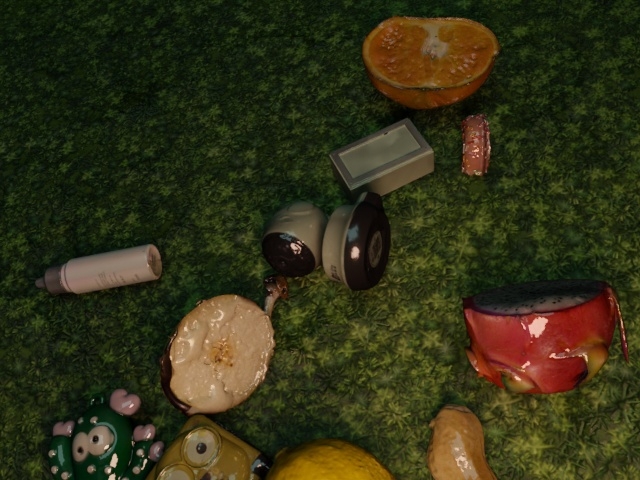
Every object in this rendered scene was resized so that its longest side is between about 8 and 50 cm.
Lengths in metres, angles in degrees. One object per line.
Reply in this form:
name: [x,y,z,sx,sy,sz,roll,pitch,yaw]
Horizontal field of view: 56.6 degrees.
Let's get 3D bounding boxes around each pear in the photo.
pear: [-0.243,0.231,1.258,0.178,0.267,0.267,3,53,53]

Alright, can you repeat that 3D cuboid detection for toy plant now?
toy plant: [-0.439,0.425,1.204,0.232,0.112,0.243,-41,62,-2]

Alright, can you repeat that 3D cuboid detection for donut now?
donut: [0.376,-0.246,1.447,0.065,0.117,0.166,0,58,7]

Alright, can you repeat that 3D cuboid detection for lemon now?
lemon: [0.033,0.474,0.988,0.245,0.245,0.320,-40,76,-13]

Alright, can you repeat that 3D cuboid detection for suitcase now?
suitcase: [-0.202,0.453,1.115,0.235,0.143,0.194,23,66,25]

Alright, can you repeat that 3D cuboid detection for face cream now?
face cream: [-0.552,0.079,1.460,0.312,0.092,0.092,-11,57,5]

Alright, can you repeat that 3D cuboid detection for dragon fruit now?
dragon fruit: [0.400,0.184,1.095,0.291,0.290,0.189,-9,92,7]

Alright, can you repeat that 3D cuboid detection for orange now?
orange: [0.269,-0.462,1.529,0.310,0.274,0.274,14,56,-20]

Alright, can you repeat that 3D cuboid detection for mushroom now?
mushroom: [-0.110,0.166,1.338,0.060,0.061,0.187,6,71,8]

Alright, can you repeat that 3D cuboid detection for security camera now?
security camera: [0.000,0.000,1.336,0.277,0.197,0.191,9,51,25]

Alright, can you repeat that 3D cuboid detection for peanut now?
peanut: [0.261,0.423,1.062,0.117,0.101,0.263,-30,56,23]

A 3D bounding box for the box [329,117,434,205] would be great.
box: [0.153,-0.194,1.480,0.225,0.086,0.129,-25,57,-5]
